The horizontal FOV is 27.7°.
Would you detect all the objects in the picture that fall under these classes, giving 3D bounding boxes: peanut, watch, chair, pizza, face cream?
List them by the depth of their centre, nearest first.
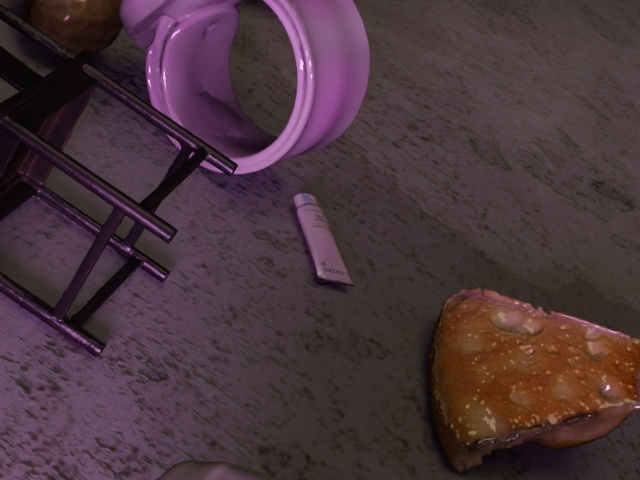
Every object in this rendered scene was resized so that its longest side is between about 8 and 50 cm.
[{"bbox_3d":[-0.214,-0.062,0.937,0.260,0.141,0.154,35,28,0],"label":"chair"},{"bbox_3d":[0.175,0.139,1.096,0.188,0.080,0.204,13,38,10],"label":"pizza"},{"bbox_3d":[0.000,0.000,1.180,0.038,0.020,0.115,15,36,-30],"label":"face cream"},{"bbox_3d":[-0.045,-0.189,1.182,0.217,0.248,0.211,58,35,5],"label":"watch"},{"bbox_3d":[-0.239,-0.252,1.260,0.104,0.085,0.227,19,30,-19],"label":"peanut"}]

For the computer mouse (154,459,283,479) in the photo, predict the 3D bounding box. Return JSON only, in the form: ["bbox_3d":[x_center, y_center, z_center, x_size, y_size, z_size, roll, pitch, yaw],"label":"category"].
[{"bbox_3d":[-0.002,0.308,0.587,0.228,0.145,0.429,0,57,-45],"label":"computer mouse"}]
